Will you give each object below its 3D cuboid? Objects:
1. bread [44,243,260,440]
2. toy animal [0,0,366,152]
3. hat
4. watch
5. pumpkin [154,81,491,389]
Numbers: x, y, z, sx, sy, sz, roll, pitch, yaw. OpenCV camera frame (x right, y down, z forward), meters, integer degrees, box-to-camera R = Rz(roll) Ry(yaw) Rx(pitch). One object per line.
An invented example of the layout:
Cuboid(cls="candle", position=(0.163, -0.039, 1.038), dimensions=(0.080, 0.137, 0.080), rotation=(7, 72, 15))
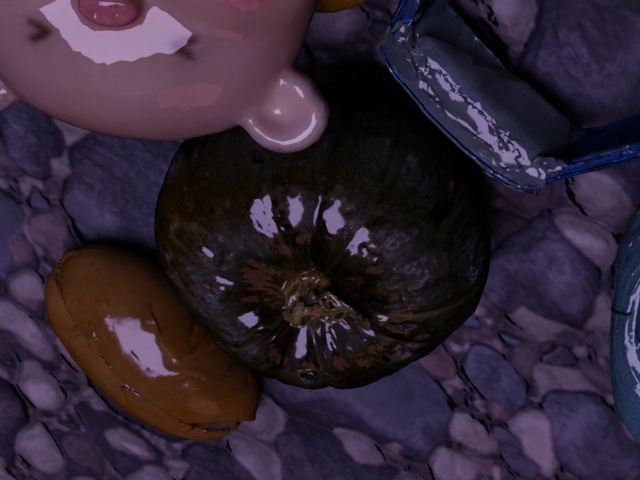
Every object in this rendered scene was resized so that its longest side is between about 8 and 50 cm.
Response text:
Cuboid(cls="bread", position=(-0.128, 0.081, 1.475), dimensions=(0.189, 0.077, 0.114), rotation=(44, 124, -4))
Cuboid(cls="toy animal", position=(-0.137, -0.187, 1.144), dimensions=(0.345, 0.246, 0.277), rotation=(21, 164, 13))
Cuboid(cls="hat", position=(0.252, 0.046, 1.279), dimensions=(0.138, 0.078, 0.191), rotation=(13, 108, 7))
Cuboid(cls="watch", position=(0.188, -0.121, 1.173), dimensions=(0.276, 0.068, 0.274), rotation=(41, 134, 4))
Cuboid(cls="pumpkin", position=(0.000, 0.000, 1.308), dimensions=(0.224, 0.157, 0.223), rotation=(7, 131, 8))
